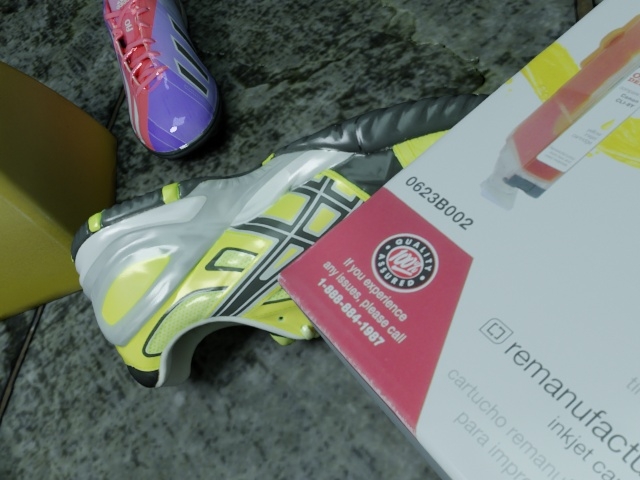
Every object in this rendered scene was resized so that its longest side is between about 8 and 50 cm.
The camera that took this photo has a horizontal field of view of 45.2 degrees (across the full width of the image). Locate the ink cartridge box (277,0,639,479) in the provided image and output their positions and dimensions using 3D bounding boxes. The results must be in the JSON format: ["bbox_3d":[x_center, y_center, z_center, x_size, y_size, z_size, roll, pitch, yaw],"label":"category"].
[{"bbox_3d":[0.213,0.011,0.466,0.385,0.160,0.279,-40,49,-6],"label":"ink cartridge box"}]

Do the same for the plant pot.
[{"bbox_3d":[-0.348,-0.058,0.768,0.212,0.187,0.212,-21,51,11],"label":"plant pot"}]

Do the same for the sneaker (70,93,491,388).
[{"bbox_3d":[0.000,0.000,0.620,0.385,0.145,0.147,-21,81,7],"label":"sneaker"}]

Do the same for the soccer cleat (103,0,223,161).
[{"bbox_3d":[-0.192,-0.215,0.854,0.109,0.116,0.318,-26,49,6],"label":"soccer cleat"}]
